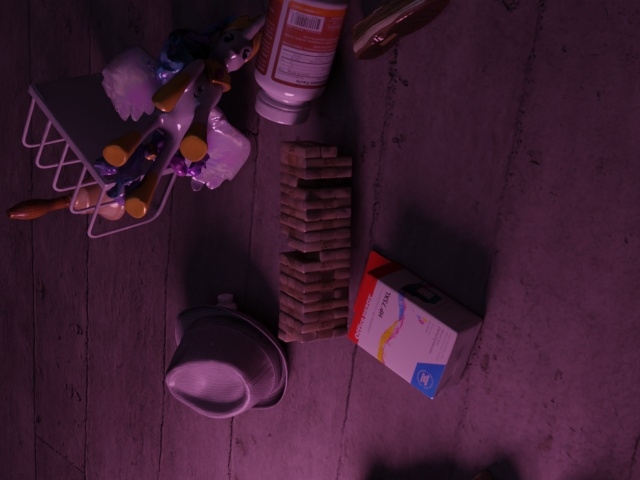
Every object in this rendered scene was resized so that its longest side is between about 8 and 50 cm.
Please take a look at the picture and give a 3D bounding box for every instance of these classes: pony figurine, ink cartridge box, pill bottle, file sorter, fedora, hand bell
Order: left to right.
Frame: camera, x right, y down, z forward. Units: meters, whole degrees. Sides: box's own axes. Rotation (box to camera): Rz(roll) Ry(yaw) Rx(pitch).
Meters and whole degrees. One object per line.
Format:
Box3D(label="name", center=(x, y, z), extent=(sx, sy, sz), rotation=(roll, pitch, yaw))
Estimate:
Box3D(label="hand bell", center=(-0.536, -0.081, 1.881), extent=(0.126, 0.242, 0.126), rotation=(13, 111, 39))
Box3D(label="file sorter", center=(-0.441, -0.172, 1.806), extent=(0.277, 0.193, 0.173), rotation=(50, 133, 19))
Box3D(label="pony figurine", center=(-0.232, -0.207, 1.517), extent=(0.303, 0.363, 0.351), rotation=(40, 133, -14))
Box3D(label="fedora", center=(-0.197, 0.248, 1.715), extent=(0.275, 0.124, 0.243), rotation=(2, 119, 31))
Box3D(label="pill bottle", center=(-0.182, 0.147, 1.766), extent=(0.043, 0.043, 0.083), rotation=(10, 110, 40))
Box3D(label="pill bottle", center=(-0.038, -0.301, 1.448), extent=(0.121, 0.121, 0.216), rotation=(35, 124, 29))
Box3D(label="ink cartridge box", center=(0.131, 0.129, 1.456), extent=(0.231, 0.078, 0.134), rotation=(33, 123, 31))

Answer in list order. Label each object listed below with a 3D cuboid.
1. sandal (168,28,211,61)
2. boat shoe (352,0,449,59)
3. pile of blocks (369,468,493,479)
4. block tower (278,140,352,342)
Box3D(label="sandal", center=(-0.238, -0.266, 1.684), extent=(0.097, 0.054, 0.254), rotation=(-3, 101, 42))
Box3D(label="boat shoe", center=(0.109, -0.341, 1.346), extent=(0.190, 0.068, 0.072), rotation=(-25, 74, 44))
Box3D(label="pile of blocks", center=(0.158, 0.481, 1.514), extent=(0.362, 0.113, 0.149), rotation=(-19, 89, 44))
Box3D(label="block tower", center=(-0.010, 0.007, 1.505), extent=(0.097, 0.091, 0.335), rotation=(23, 115, 59))
